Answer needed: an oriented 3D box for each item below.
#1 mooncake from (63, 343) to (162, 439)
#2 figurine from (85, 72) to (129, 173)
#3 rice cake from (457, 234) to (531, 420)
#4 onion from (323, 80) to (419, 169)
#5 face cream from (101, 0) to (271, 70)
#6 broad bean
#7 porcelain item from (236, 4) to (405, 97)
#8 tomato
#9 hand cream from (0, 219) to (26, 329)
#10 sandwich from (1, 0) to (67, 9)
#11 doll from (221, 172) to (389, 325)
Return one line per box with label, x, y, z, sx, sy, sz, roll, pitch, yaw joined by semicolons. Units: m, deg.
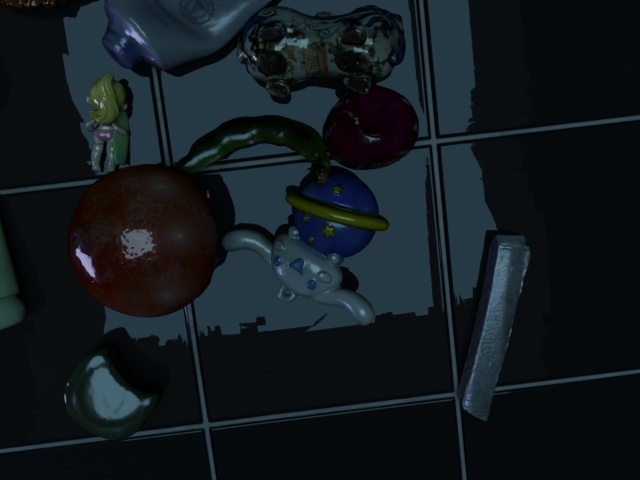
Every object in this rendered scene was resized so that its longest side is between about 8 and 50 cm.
mooncake;-0.385;0.279;1.323;0.168;0.104;0.175;-13;96;3
figurine;-0.384;-0.209;1.270;0.083;0.083;0.187;10;107;-4
rice cake;0.331;0.164;1.356;0.072;0.056;0.365;9;98;-9
onion;0.083;-0.223;1.252;0.173;0.135;0.198;-23;95;-5
face cream;-0.205;-0.457;1.234;0.420;0.137;0.235;-44;96;-7
broad bean;-0.113;-0.168;1.267;0.292;0.049;0.144;6;60;15
porcelain item;0.005;-0.348;1.220;0.288;0.186;0.138;2;131;13
tomato;-0.304;0.001;1.198;0.265;0.265;0.265;0;98;-2
hand cream;-0.628;0.017;1.292;0.147;0.093;0.306;-20;90;0
sandwich;-0.510;-0.463;1.216;0.185;0.109;0.160;-40;118;2
doll;-0.020;-0.013;1.287;0.311;0.159;0.243;14;111;15
